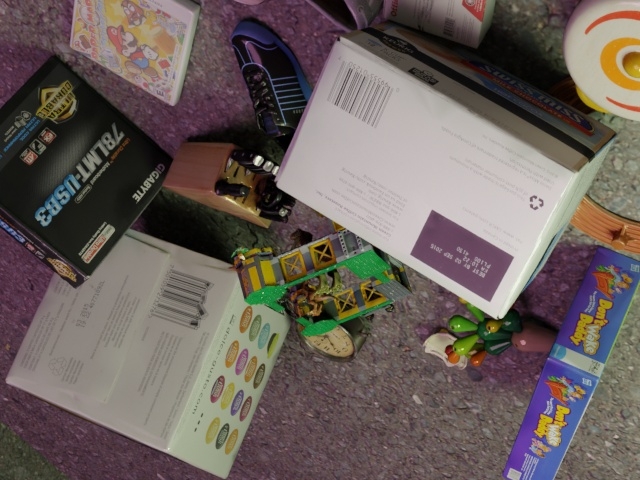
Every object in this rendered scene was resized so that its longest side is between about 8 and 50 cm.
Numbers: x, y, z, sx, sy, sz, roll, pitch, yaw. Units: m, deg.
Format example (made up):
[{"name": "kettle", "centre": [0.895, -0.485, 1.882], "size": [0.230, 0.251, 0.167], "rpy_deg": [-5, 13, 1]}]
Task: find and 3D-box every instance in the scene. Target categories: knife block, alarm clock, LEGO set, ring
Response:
[{"name": "knife block", "centre": [-0.152, -0.107, 1.934], "size": [0.276, 0.088, 0.242], "rpy_deg": [22, 171, 17]}, {"name": "alarm clock", "centre": [0.012, 0.170, 2.239], "size": [0.129, 0.064, 0.192], "rpy_deg": [39, 142, -8]}, {"name": "LEGO set", "centre": [0.000, 0.000, 1.845], "size": [0.255, 0.192, 0.331], "rpy_deg": [-26, 155, 21]}, {"name": "ring", "centre": [0.434, -0.093, 1.637], "size": [0.337, 0.032, 0.336], "rpy_deg": [20, 142, 16]}]

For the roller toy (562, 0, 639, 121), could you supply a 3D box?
[{"name": "roller toy", "centre": [0.385, -0.240, 1.403], "size": [0.209, 0.146, 0.191], "rpy_deg": [2, 134, 37]}]

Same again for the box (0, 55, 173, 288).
[{"name": "box", "centre": [-0.435, -0.118, 2.047], "size": [0.293, 0.295, 0.073], "rpy_deg": [41, 145, -10]}]

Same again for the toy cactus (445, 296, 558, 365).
[{"name": "toy cactus", "centre": [0.299, 0.145, 1.983], "size": [0.181, 0.112, 0.219], "rpy_deg": [11, 140, -2]}]

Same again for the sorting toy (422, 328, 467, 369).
[{"name": "sorting toy", "centre": [0.218, 0.197, 2.136], "size": [0.083, 0.045, 0.075], "rpy_deg": [32, 152, 1]}]

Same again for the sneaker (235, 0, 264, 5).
[{"name": "sneaker", "centre": [-0.124, -0.400, 1.682], "size": [0.161, 0.057, 0.075], "rpy_deg": [49, 147, -16]}]

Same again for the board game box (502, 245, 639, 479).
[{"name": "board game box", "centre": [0.386, 0.207, 1.850], "size": [0.078, 0.233, 0.347], "rpy_deg": [23, 144, 14]}]

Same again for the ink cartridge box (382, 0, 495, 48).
[{"name": "ink cartridge box", "centre": [0.156, -0.320, 1.561], "size": [0.135, 0.056, 0.099], "rpy_deg": [22, 142, 15]}]

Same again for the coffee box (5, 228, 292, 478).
[{"name": "coffee box", "centre": [-0.298, 0.199, 2.195], "size": [0.338, 0.337, 0.334], "rpy_deg": [18, 166, 19]}]

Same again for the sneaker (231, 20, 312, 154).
[{"name": "sneaker", "centre": [-0.070, -0.219, 1.823], "size": [0.081, 0.090, 0.232], "rpy_deg": [-10, 127, 44]}]

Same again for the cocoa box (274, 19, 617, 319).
[{"name": "cocoa box", "centre": [0.166, -0.107, 1.574], "size": [0.347, 0.228, 0.231], "rpy_deg": [31, 118, 14]}]

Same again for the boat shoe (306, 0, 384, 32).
[{"name": "boat shoe", "centre": [-0.049, -0.396, 1.590], "size": [0.320, 0.103, 0.118], "rpy_deg": [38, 144, -6]}]

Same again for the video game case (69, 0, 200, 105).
[{"name": "video game case", "centre": [-0.300, -0.339, 1.916], "size": [0.206, 0.026, 0.227], "rpy_deg": [30, 145, 5]}]
